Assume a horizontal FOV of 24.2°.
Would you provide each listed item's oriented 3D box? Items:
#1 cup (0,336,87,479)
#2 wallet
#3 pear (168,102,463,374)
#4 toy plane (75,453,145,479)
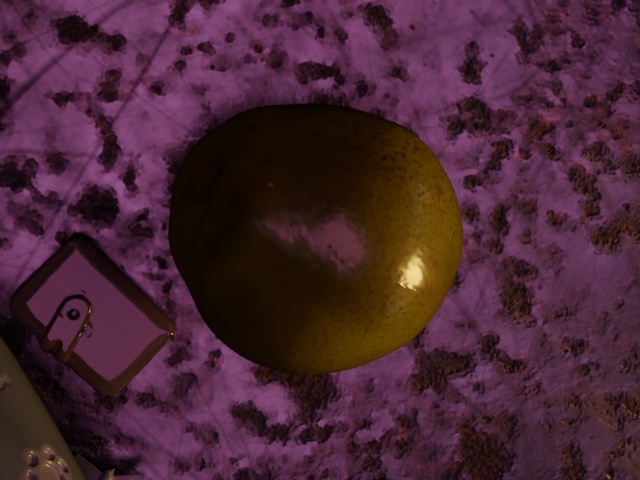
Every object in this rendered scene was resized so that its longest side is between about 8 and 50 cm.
[{"bbox_3d":[-0.415,0.247,1.423,0.356,0.259,0.274,-26,83,-32],"label":"cup"},{"bbox_3d":[-0.241,0.081,1.568,0.152,0.039,0.118,44,89,-11],"label":"wallet"},{"bbox_3d":[0.000,0.000,1.473,0.294,0.294,0.294,-1,97,-6],"label":"pear"},{"bbox_3d":[-0.245,0.319,1.587,0.162,0.065,0.171,16,91,3],"label":"toy plane"}]
